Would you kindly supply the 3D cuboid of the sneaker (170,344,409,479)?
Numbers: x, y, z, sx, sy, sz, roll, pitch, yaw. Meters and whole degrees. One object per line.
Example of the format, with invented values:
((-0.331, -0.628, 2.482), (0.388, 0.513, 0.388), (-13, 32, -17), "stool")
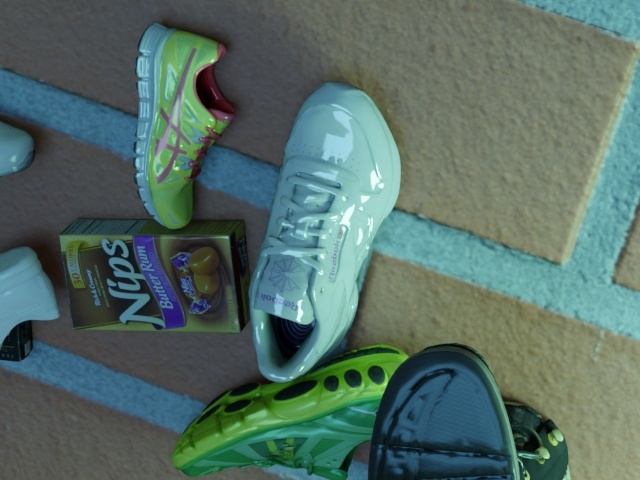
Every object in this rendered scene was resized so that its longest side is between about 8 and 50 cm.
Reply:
((-0.025, 0.203, 1.912), (0.295, 0.109, 0.123), (-18, 109, 26), "sneaker")

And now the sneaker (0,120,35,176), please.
((-0.429, -0.140, 1.901), (0.297, 0.111, 0.129), (18, 108, 7), "sneaker")

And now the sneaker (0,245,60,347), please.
((-0.372, 0.085, 1.945), (0.212, 0.080, 0.094), (-19, 115, 19), "sneaker")

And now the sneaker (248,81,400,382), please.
((0.000, 0.000, 1.808), (0.114, 0.152, 0.305), (14, 112, 12), "sneaker")

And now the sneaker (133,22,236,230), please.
((-0.130, -0.107, 1.842), (0.094, 0.081, 0.208), (5, 111, 11), "sneaker")

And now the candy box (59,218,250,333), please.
((-0.169, 0.036, 1.923), (0.187, 0.053, 0.109), (0, 111, 17), "candy box")

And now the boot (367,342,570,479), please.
((0.154, 0.232, 1.778), (0.138, 0.284, 0.377), (-6, 109, 18), "boot")

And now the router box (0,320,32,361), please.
((-0.372, 0.076, 2.000), (0.122, 0.038, 0.092), (5, 112, 13), "router box")
